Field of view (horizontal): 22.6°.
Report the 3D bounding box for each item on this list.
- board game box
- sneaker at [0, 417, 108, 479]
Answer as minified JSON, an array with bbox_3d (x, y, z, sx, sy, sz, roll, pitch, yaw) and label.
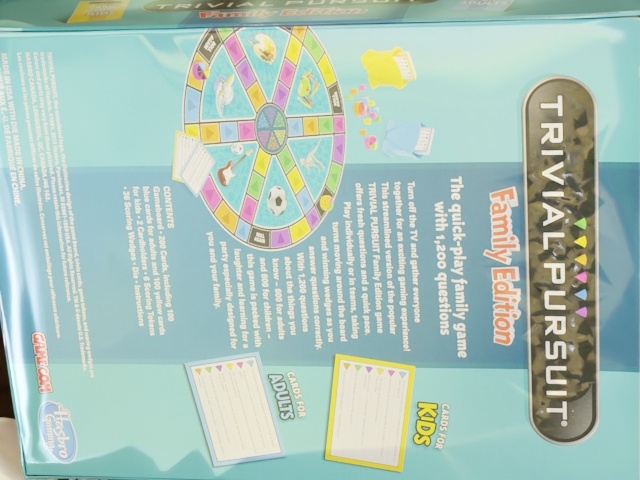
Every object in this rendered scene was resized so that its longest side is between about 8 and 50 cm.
[{"bbox_3d":[0.000,0.000,0.829,0.336,0.253,0.079,0,-158,10],"label":"board game box"},{"bbox_3d":[-0.215,0.240,1.452,0.237,0.086,0.085,44,-128,-15],"label":"sneaker"}]
